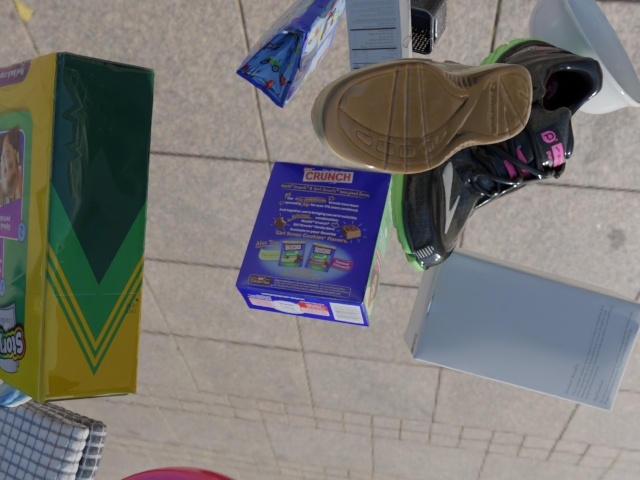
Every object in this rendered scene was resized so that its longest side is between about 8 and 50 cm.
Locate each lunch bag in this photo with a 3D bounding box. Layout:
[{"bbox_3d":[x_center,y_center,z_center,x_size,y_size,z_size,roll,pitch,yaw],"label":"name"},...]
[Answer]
[{"bbox_3d":[-0.034,-0.459,1.504,0.138,0.221,0.293,37,153,-7],"label":"lunch bag"}]

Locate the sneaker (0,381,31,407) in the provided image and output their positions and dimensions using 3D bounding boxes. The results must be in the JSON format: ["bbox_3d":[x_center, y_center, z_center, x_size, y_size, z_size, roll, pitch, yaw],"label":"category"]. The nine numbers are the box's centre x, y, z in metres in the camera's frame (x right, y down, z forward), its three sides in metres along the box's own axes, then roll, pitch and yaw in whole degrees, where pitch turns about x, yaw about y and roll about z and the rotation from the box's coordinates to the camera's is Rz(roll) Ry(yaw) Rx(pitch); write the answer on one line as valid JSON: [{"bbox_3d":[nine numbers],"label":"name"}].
[{"bbox_3d":[-0.431,0.173,1.035,0.064,0.162,0.073,-3,131,32],"label":"sneaker"}]

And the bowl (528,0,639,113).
[{"bbox_3d":[0.486,-0.354,1.360,0.298,0.297,0.134,35,131,-30],"label":"bowl"}]

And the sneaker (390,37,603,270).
[{"bbox_3d":[0.280,-0.153,1.112,0.202,0.482,0.185,19,154,45],"label":"sneaker"}]

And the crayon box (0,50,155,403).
[{"bbox_3d":[-0.321,-0.020,0.771,0.106,0.312,0.363,1,-176,-43],"label":"crayon box"}]

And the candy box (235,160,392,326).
[{"bbox_3d":[0.000,0.000,1.484,0.268,0.317,0.122,8,151,14],"label":"candy box"}]

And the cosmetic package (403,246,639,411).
[{"bbox_3d":[0.371,0.155,1.325,0.385,0.217,0.156,18,-174,-1],"label":"cosmetic package"}]

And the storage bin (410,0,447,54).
[{"bbox_3d":[0.178,-0.496,1.545,0.180,0.084,0.122,21,152,20],"label":"storage bin"}]

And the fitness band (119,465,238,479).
[{"bbox_3d":[-0.123,0.322,0.537,0.209,0.290,0.054,7,170,18],"label":"fitness band"}]

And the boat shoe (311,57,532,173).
[{"bbox_3d":[0.110,-0.152,0.826,0.110,0.341,0.121,20,114,45],"label":"boat shoe"}]

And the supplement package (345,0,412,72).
[{"bbox_3d":[0.114,-0.396,1.348,0.105,0.105,0.179,3,118,17],"label":"supplement package"}]

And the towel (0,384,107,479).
[{"bbox_3d":[-0.492,0.363,1.120,0.284,0.234,0.121,13,173,23],"label":"towel"}]
